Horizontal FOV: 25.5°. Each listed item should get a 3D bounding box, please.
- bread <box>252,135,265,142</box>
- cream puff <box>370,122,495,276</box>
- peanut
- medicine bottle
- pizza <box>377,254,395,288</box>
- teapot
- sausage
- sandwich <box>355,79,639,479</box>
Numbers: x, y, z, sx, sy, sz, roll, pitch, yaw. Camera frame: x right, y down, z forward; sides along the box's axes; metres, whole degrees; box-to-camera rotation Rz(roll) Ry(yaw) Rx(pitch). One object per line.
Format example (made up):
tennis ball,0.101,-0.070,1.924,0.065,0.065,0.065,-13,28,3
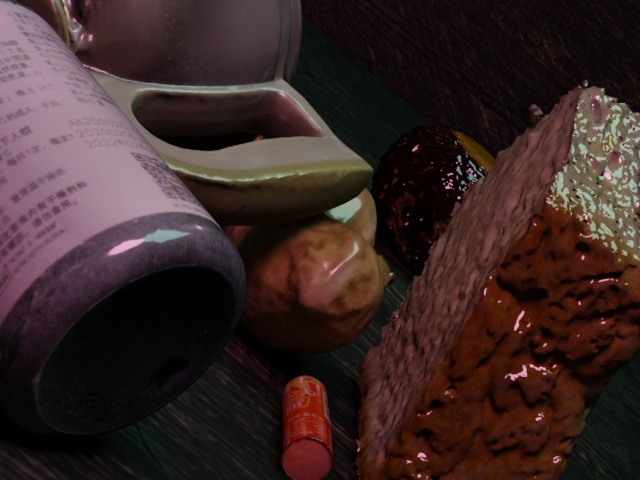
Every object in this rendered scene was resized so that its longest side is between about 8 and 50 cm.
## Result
bread,-0.060,-0.131,1.603,0.226,0.088,0.049,39,10,-4
cream puff,0.168,-0.032,1.770,0.239,0.165,0.239,44,11,-11
peanut,-0.016,0.011,1.106,0.122,0.137,0.253,36,15,-16
medicine bottle,-0.172,-0.039,0.769,0.293,0.141,0.141,49,14,31
pizza,0.000,0.000,1.383,0.161,0.062,0.182,43,12,36
teapot,-0.151,-0.122,1.051,0.239,0.239,0.321,-22,84,-50
sausage,-0.010,0.122,0.964,0.034,0.034,0.129,39,12,-12
sandwich,0.152,0.046,1.043,0.131,0.325,0.262,29,14,-6
